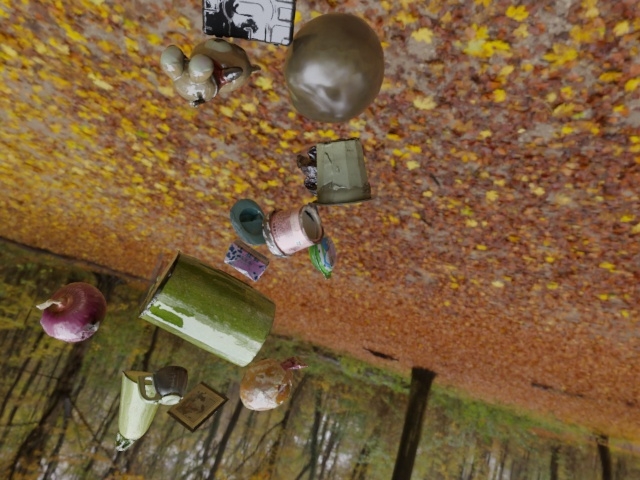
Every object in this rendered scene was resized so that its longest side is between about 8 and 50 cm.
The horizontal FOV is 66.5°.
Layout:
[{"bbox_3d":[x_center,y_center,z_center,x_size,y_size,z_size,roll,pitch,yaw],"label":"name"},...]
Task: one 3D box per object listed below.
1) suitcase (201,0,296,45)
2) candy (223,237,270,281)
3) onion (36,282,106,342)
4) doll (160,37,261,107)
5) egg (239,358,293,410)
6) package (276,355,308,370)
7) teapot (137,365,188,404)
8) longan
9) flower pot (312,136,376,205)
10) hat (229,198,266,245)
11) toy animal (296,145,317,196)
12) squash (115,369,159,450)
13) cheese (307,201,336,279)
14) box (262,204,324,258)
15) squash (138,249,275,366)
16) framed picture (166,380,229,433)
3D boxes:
[{"bbox_3d":[-0.217,-0.714,1.488,0.285,0.066,0.207,5,132,-5],"label":"suitcase"},{"bbox_3d":[-0.278,0.076,1.837,0.160,0.092,0.073,33,-161,-1],"label":"candy"},{"bbox_3d":[-0.848,0.256,1.710,0.200,0.207,0.201,8,119,15],"label":"onion"},{"bbox_3d":[-0.329,-0.505,1.464,0.234,0.330,0.174,14,125,14],"label":"doll"},{"bbox_3d":[-0.217,0.577,1.948,0.195,0.233,0.195,51,175,6],"label":"egg"},{"bbox_3d":[-0.083,0.361,1.440,0.083,0.029,0.059,-1,-157,-36],"label":"package"},{"bbox_3d":[-0.419,0.399,1.316,0.124,0.091,0.092,-14,140,-3],"label":"teapot"},{"bbox_3d":[0.047,-0.588,1.697,0.336,0.404,0.404,57,170,12],"label":"longan"},{"bbox_3d":[0.065,-0.219,1.556,0.212,0.203,0.212,-7,-165,2],"label":"flower pot"},{"bbox_3d":[-0.263,-0.059,1.816,0.138,0.191,0.078,-25,174,-37],"label":"hat"},{"bbox_3d":[-0.007,-0.268,1.821,0.179,0.116,0.219,43,143,40],"label":"toy animal"},{"bbox_3d":[-0.540,0.504,1.462,0.137,0.288,0.137,14,-160,-5],"label":"squash"},{"bbox_3d":[0.000,0.000,1.995,0.083,0.321,0.204,-12,178,20],"label":"cheese"},{"bbox_3d":[-0.075,-0.034,1.456,0.135,0.151,0.151,-16,150,27],"label":"box"},{"bbox_3d":[-0.369,0.219,1.615,0.384,0.263,0.263,32,161,-21],"label":"squash"},{"bbox_3d":[-0.507,0.680,2.018,0.195,0.199,0.010,16,131,37],"label":"framed picture"}]
